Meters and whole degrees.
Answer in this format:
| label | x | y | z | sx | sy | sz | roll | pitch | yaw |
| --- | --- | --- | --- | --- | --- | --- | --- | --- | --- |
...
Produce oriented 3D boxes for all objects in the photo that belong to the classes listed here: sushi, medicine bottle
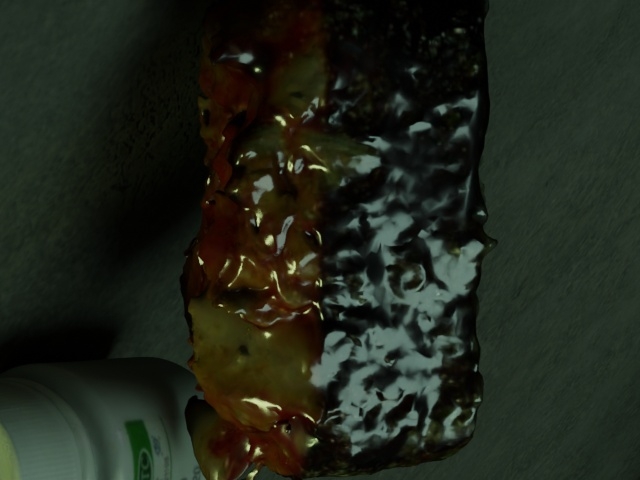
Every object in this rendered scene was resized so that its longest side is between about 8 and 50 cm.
| label | x | y | z | sx | sy | sz | roll | pitch | yaw |
| --- | --- | --- | --- | --- | --- | --- | --- | --- | --- |
| sushi | 0.000 | 0.000 | 1.075 | 0.182 | 0.196 | 0.343 | 1 | 98 | -15 |
| medicine bottle | -0.168 | 0.146 | 1.109 | 0.139 | 0.139 | 0.237 | -58 | 158 | 13 |
